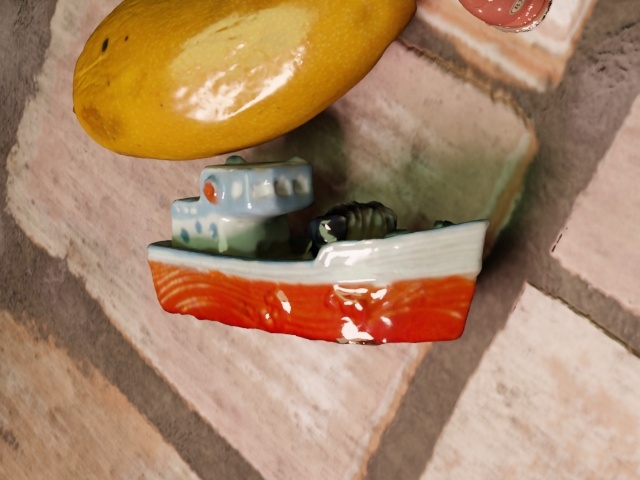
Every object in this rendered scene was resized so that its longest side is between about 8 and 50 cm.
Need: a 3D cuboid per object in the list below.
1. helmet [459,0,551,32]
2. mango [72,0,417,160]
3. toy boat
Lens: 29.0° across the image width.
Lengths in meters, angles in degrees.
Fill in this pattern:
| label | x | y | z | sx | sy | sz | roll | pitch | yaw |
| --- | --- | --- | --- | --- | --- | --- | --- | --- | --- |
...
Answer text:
| label | x | y | z | sx | sy | sz | roll | pitch | yaw |
| --- | --- | --- | --- | --- | --- | --- | --- | --- | --- |
| helmet | 0.131 | -0.196 | 0.940 | 0.084 | 0.049 | 0.065 | 45 | 116 | 34 |
| mango | -0.078 | -0.160 | 1.059 | 0.359 | 0.144 | 0.187 | -9 | 51 | 38 |
| toy boat | 0.000 | 0.000 | 0.987 | 0.332 | 0.145 | 0.133 | 5 | 100 | 46 |
